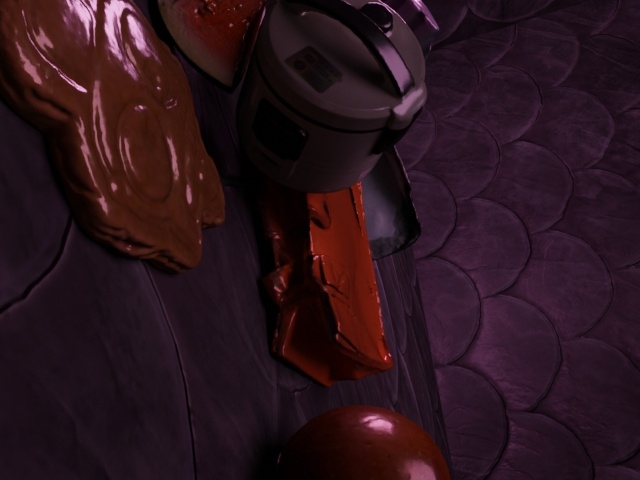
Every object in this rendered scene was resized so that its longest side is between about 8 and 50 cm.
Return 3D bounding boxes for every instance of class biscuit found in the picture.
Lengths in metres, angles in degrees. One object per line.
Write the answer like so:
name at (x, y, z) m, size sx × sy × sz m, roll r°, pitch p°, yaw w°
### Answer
biscuit at (-0.171, -0.108, 0.682) m, size 0.376 × 0.051 × 0.270 m, roll 51°, pitch 28°, yaw -61°

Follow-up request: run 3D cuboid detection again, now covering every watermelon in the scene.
watermelon at (-0.133, -0.254, 0.897) m, size 0.193 × 0.137 × 0.145 m, roll 29°, pitch 77°, yaw -51°

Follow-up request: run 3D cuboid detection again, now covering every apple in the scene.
apple at (0.059, 0.322, 0.829) m, size 0.251 × 0.206 × 0.272 m, roll 23°, pitch 52°, yaw -78°

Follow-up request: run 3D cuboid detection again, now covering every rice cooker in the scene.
rice cooker at (0.009, -0.190, 0.926) m, size 0.244 × 0.225 × 0.226 m, roll 124°, pitch -36°, yaw -54°

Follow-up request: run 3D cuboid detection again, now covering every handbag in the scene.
handbag at (0.000, 0.000, 1.127) m, size 0.303 × 0.116 × 0.410 m, roll 48°, pitch 30°, yaw -62°

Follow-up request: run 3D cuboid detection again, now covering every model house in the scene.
model house at (0.083, -0.094, 1.530) m, size 0.291 × 0.184 × 0.253 m, roll -113°, pitch -179°, yaw -86°

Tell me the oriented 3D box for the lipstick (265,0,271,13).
lipstick at (-0.050, -0.379, 1.214) m, size 0.317 × 0.068 × 0.066 m, roll 150°, pitch -42°, yaw -87°

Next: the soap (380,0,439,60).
soap at (0.067, -0.334, 1.375) m, size 0.193 × 0.324 × 0.109 m, roll 40°, pitch 22°, yaw -26°
